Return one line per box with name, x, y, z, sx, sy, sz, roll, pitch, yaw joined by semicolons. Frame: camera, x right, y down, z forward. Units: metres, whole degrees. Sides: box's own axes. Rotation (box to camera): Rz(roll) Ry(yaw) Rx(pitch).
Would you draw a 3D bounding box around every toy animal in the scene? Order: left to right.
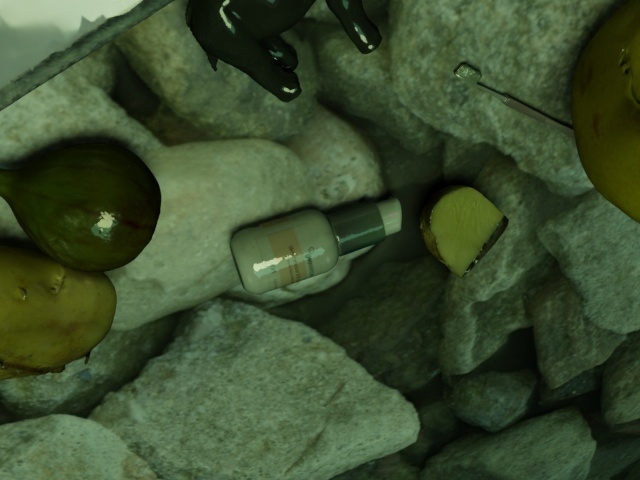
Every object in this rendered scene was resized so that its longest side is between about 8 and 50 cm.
toy animal;-0.006;-0.218;0.712;0.245;0.114;0.146;-40;132;13

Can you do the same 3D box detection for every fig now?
fig;-0.258;-0.052;0.763;0.236;0.124;0.124;24;117;-20

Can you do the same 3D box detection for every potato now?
potato;-0.344;0.067;0.790;0.301;0.173;0.140;5;83;-25
potato;0.149;-0.026;0.977;0.096;0.066;0.103;-49;124;-11

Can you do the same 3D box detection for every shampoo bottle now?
shampoo bottle;0.000;0.000;0.928;0.192;0.074;0.074;-17;133;-9

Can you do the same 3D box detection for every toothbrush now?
toothbrush;0.217;-0.150;0.932;0.194;0.014;0.017;20;118;-34

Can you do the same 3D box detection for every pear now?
pear;0.409;-0.124;0.861;0.336;0.284;0.285;28;114;-40

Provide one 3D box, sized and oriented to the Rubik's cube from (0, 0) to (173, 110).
Rubik's cube;-0.224;-0.249;0.499;0.255;0.259;0.260;-33;134;4
